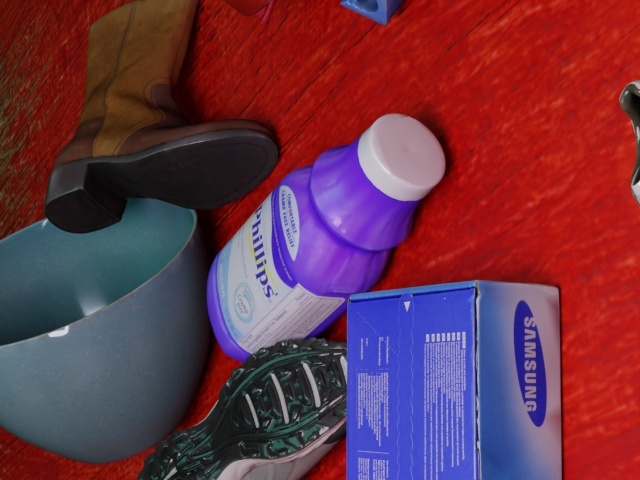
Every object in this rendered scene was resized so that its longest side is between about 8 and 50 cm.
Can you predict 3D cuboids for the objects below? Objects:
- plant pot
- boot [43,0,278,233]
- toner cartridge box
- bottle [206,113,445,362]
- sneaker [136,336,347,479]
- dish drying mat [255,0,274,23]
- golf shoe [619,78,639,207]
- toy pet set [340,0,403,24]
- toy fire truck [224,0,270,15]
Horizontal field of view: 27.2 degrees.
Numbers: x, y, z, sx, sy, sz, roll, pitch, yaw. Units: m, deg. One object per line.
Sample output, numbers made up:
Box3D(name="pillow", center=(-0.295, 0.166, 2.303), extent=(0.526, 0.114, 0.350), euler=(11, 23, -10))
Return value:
Box3D(name="plant pot", center=(-0.227, 0.107, 1.327), extent=(0.290, 0.290, 0.195), euler=(26, 140, 58))
Box3D(name="boot", center=(-0.148, -0.152, 1.361), extent=(0.264, 0.096, 0.280), euler=(-19, 45, 31))
Box3D(name="toner cartridge box", center=(0.089, 0.207, 0.916), extent=(0.165, 0.075, 0.348), euler=(-10, 78, 58))
Box3D(name="bottle", center=(0.000, 0.000, 1.081), extent=(0.283, 0.092, 0.118), euler=(-45, 48, 49))
Box3D(name="sneaker", center=(-0.045, 0.173, 1.139), extent=(0.271, 0.108, 0.100), euler=(-40, 51, 30))
Box3D(name="dish drying mat", center=(-0.047, -0.254, 1.282), extent=(0.032, 0.008, 0.083), euler=(58, 134, 47))
Box3D(name="golf shoe", center=(0.204, -0.010, 0.737), extent=(0.069, 0.086, 0.176), euler=(-31, 61, 53))
Box3D(name="toy pet set", center=(0.067, -0.236, 1.056), extent=(0.122, 0.065, 0.114), euler=(2, 53, 57))
Box3D(name="toy fire truck", center=(-0.038, -0.358, 1.124), extent=(0.302, 0.169, 0.254), euler=(-23, 37, 59))
